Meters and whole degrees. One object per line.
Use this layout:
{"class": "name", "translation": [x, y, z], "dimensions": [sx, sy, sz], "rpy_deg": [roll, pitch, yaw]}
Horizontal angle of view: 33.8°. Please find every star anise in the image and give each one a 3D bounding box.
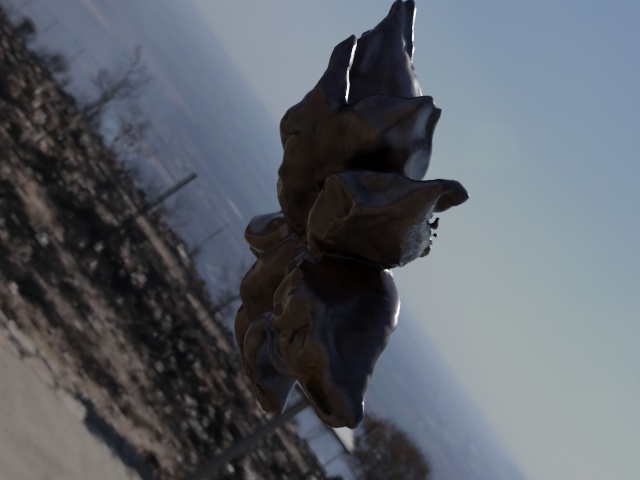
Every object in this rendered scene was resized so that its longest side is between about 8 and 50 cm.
{"class": "star anise", "translation": [0.000, 0.000, 0.453], "dimensions": [0.065, 0.182, 0.195], "rpy_deg": [11, 42, -16]}
